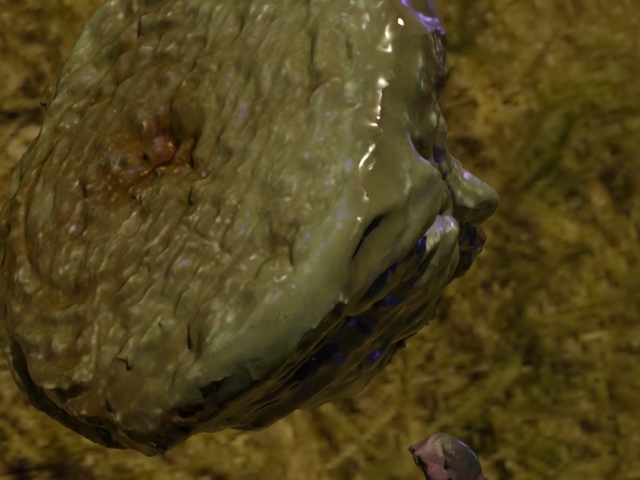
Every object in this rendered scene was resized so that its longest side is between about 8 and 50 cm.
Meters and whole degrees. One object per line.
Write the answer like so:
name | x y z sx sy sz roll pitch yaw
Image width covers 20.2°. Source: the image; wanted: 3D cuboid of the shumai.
shumai | 0.000 0.000 0.981 0.263 0.309 0.304 34 9 -43

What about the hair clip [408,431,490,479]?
hair clip | 0.106 0.173 0.846 0.187 0.056 0.146 23 42 -54
